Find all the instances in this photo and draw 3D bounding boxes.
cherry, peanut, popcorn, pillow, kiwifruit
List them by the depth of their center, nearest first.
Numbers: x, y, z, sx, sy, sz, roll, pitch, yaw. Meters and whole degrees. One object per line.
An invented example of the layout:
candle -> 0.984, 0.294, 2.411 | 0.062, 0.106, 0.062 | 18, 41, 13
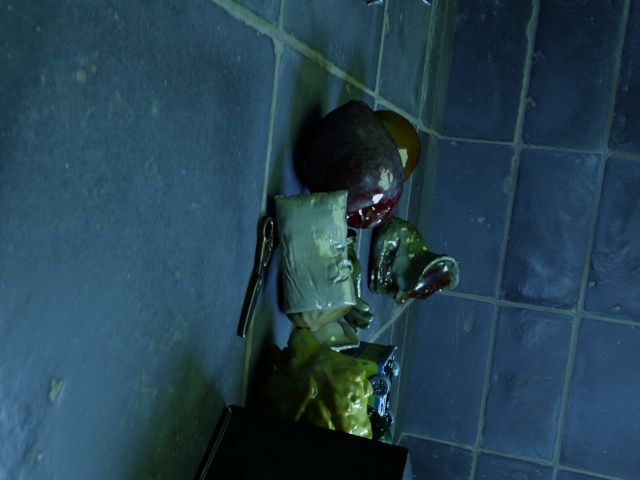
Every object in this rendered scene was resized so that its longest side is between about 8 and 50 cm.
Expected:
pillow -> -0.009, 0.021, 1.246 | 0.050, 0.148, 0.230 | -165, -112, -64
popcorn -> -0.022, 0.305, 1.274 | 0.192, 0.233, 0.266 | -14, 75, -46
peanut -> -0.001, 0.115, 1.364 | 0.140, 0.159, 0.109 | 18, 40, -59
cherry -> 0.070, -0.152, 1.369 | 0.230, 0.203, 0.300 | 42, 41, -64
kiwifruit -> 0.146, -0.214, 1.628 | 0.234, 0.196, 0.196 | -59, 153, -57

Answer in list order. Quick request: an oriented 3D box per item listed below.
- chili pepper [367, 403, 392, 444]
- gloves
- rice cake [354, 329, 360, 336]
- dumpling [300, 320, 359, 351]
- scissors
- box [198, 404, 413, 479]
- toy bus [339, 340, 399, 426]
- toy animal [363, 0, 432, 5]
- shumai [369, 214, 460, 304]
chili pepper -> 0.040, 0.519, 1.588 | 0.248, 0.233, 0.257 | -15, 121, -56
gloves -> 0.065, 0.099, 1.656 | 0.135, 0.107, 0.268 | -36, 114, -62
rice cake -> 0.100, 0.284, 1.998 | 0.171, 0.029, 0.033 | -58, 148, -53
dumpling -> 0.024, 0.218, 1.518 | 0.169, 0.134, 0.100 | 32, 67, -76
scissors -> -0.112, 0.067, 1.190 | 0.088, 0.017, 0.220 | 59, 42, -66
box -> -0.028, 0.461, 1.090 | 0.204, 0.345, 0.251 | 79, 26, -46
toy bus -> 0.096, 0.428, 1.764 | 0.152, 0.190, 0.312 | -30, 126, -71
toy animal -> 0.149, -0.618, 1.508 | 0.255, 0.239, 0.176 | -11, 149, -31
shumai -> 0.325, 0.082, 2.202 | 0.330, 0.288, 0.292 | 37, 61, -70
